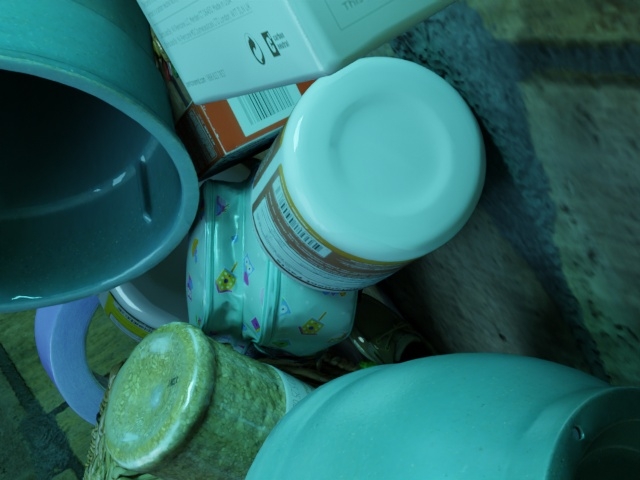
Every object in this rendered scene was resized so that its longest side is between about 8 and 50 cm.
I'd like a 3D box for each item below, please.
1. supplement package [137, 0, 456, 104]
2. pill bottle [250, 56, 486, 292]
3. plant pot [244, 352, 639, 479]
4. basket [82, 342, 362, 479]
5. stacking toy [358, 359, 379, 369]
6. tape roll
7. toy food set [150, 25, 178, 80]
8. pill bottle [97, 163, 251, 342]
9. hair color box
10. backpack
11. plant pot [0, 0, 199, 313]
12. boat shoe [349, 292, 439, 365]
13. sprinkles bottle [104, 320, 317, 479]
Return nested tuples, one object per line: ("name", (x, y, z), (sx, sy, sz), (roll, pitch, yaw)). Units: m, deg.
("supplement package", (-0.025, -0.219, 0.421), (0.293, 0.177, 0.175), (61, 165, -12))
("pill bottle", (0.019, -0.031, 0.781), (0.121, 0.121, 0.216), (57, 166, 2))
("plant pot", (0.120, 0.188, 0.675), (0.196, 0.293, 0.293), (-32, 91, 49))
("basket", (-0.075, 0.206, 1.207), (0.223, 0.299, 0.213), (157, 120, -72))
("stacking toy", (0.126, 0.182, 0.923), (0.221, 0.052, 0.167), (45, 167, -13))
("tape roll", (-0.238, 0.119, 1.618), (0.090, 0.275, 0.275), (31, 150, 58))
("toy food set", (-0.168, -0.202, 1.231), (0.083, 0.020, 0.082), (49, 164, 27))
("pill bottle", (-0.155, 0.023, 1.324), (0.188, 0.188, 0.334), (57, 165, 1))
("hair color box", (-0.061, -0.096, 0.956), (0.053, 0.093, 0.167), (63, 166, -3))
("backpack", (-0.035, 0.014, 0.973), (0.188, 0.144, 0.166), (152, 121, -68))
("plant pot", (-0.274, -0.165, 0.947), (0.341, 0.341, 0.334), (83, 180, -59))
("boat shoe", (0.071, 0.091, 1.022), (0.135, 0.050, 0.045), (44, 159, 12))
("sprinkles bottle", (-0.003, 0.186, 0.993), (0.355, 0.121, 0.121), (30, -177, -34))
